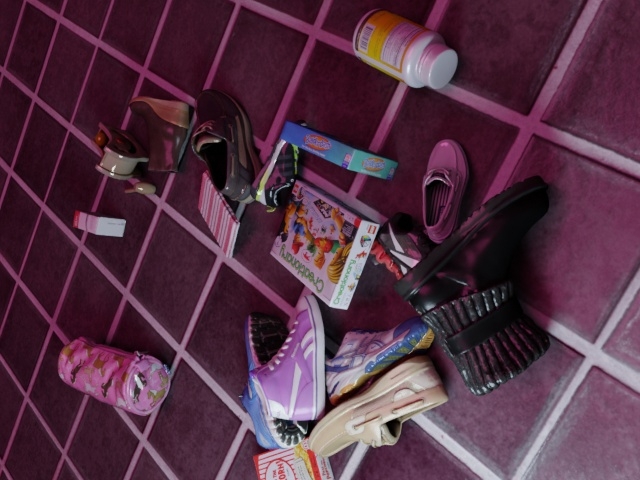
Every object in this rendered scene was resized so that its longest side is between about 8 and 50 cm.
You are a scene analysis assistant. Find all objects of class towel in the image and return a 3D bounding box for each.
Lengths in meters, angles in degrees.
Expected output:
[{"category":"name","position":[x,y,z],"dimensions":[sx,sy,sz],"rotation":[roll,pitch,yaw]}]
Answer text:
[{"category":"towel","position":[-0.262,-0.069,1.716],"dimensions":[0.197,0.029,0.144],"rotation":[57,148,26]}]

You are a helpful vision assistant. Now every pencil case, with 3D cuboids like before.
[{"category":"pencil case","position":[-0.604,0.382,1.907],"dimensions":[0.386,0.160,0.167],"rotation":[4,59,40]}]

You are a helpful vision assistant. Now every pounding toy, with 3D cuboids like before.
[{"category":"pounding toy","position":[-0.617,-0.224,1.977],"dimensions":[0.269,0.154,0.154],"rotation":[46,114,33]}]

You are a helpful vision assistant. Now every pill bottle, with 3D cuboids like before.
[{"category":"pill bottle","position":[0.175,-0.392,1.366],"dimensions":[0.215,0.117,0.117],"rotation":[39,110,35]}]

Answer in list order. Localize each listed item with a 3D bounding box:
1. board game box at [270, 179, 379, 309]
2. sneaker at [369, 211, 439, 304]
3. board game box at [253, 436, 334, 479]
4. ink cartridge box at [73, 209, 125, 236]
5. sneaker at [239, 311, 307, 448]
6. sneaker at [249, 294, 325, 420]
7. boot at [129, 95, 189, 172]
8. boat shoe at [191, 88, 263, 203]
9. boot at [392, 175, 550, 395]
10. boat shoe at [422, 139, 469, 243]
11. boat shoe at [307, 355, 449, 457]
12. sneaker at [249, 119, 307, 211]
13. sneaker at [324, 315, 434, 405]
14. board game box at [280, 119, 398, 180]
[{"category":"board game box","position":[0.000,0.000,1.458],"dimensions":[0.305,0.053,0.192],"rotation":[36,109,55]},{"category":"sneaker","position":[0.206,0.046,1.310],"dimensions":[0.276,0.098,0.135],"rotation":[50,118,33]},{"category":"board game box","position":[-0.059,0.542,1.514],"dimensions":[0.193,0.045,0.146],"rotation":[-31,67,33]},{"category":"ink cartridge box","position":[-0.688,-0.053,2.053],"dimensions":[0.135,0.099,0.056],"rotation":[14,95,40]},{"category":"sneaker","position":[-0.138,0.326,1.544],"dimensions":[0.147,0.130,0.329],"rotation":[-32,58,39]},{"category":"sneaker","position":[-0.074,0.248,1.447],"dimensions":[0.102,0.161,0.282],"rotation":[105,165,-60]},{"category":"boot","position":[-0.486,-0.306,1.917],"dimensions":[0.248,0.090,0.206],"rotation":[12,91,36]},{"category":"boat shoe","position":[-0.255,-0.258,1.697],"dimensions":[0.132,0.130,0.355],"rotation":[-42,62,29]},{"category":"boot","position":[0.332,0.079,1.176],"dimensions":[0.348,0.131,0.260],"rotation":[-41,76,4]},{"category":"boat shoe","position":[0.240,-0.108,1.278],"dimensions":[0.083,0.076,0.226],"rotation":[-8,63,26]},{"category":"boat shoe","position":[0.109,0.367,1.345],"dimensions":[0.341,0.122,0.110],"rotation":[-43,60,27]},{"category":"sneaker","position":[-0.079,-0.177,1.598],"dimensions":[0.097,0.084,0.234],"rotation":[33,106,3]},{"category":"sneaker","position":[0.103,0.222,1.367],"dimensions":[0.296,0.112,0.131],"rotation":[-42,49,29]},{"category":"board game box","position":[0.040,-0.195,1.431],"dimensions":[0.210,0.160,0.047],"rotation":[30,104,37]}]
